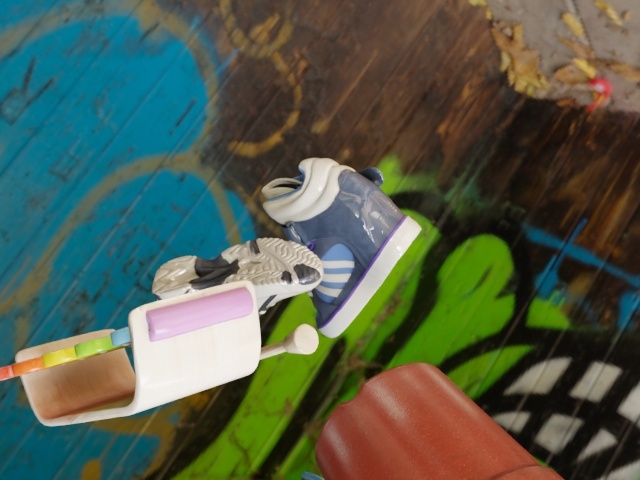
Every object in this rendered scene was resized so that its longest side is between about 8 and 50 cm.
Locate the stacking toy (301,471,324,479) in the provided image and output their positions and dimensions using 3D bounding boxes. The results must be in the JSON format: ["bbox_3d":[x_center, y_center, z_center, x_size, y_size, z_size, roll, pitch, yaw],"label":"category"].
[{"bbox_3d":[-0.060,0.526,1.346,0.175,0.302,0.166,56,162,-6],"label":"stacking toy"}]

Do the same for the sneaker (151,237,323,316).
[{"bbox_3d":[-0.093,0.088,1.135,0.235,0.094,0.153,-13,131,13],"label":"sneaker"}]

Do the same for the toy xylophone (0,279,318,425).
[{"bbox_3d":[-0.155,0.107,0.804,0.322,0.236,0.081,-19,85,44],"label":"toy xylophone"}]

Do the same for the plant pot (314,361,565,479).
[{"bbox_3d":[0.141,0.305,1.008,0.265,0.272,0.272,48,178,40],"label":"plant pot"}]

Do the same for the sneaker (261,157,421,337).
[{"bbox_3d":[0.000,0.000,1.349,0.236,0.130,0.323,37,141,4],"label":"sneaker"}]
